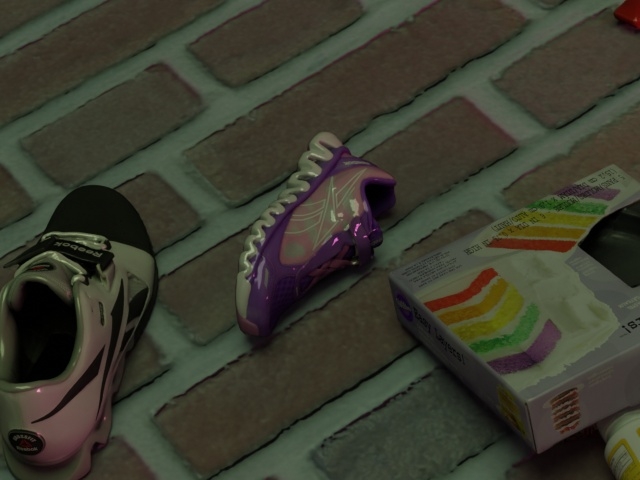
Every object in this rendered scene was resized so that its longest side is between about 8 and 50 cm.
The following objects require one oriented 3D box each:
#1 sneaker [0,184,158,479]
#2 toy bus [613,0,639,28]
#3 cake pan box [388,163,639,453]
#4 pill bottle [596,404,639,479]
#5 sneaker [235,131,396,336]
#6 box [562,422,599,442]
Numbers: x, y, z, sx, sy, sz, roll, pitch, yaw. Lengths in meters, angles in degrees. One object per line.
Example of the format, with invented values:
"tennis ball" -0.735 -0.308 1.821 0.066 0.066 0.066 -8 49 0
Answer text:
"sneaker" -0.228 0.050 1.761 0.122 0.146 0.330 -2 48 7
"toy bus" 0.348 -0.332 2.039 0.202 0.104 0.191 -19 49 -9
"cake pan box" 0.233 0.052 1.711 0.267 0.070 0.246 -24 38 -15
"pill bottle" 0.279 0.189 1.622 0.065 0.065 0.116 -19 50 -9
"sneaker" 0.000 0.000 1.812 0.105 0.095 0.236 21 54 14
"box" 0.266 0.120 1.709 0.137 0.027 0.094 -14 50 -5
